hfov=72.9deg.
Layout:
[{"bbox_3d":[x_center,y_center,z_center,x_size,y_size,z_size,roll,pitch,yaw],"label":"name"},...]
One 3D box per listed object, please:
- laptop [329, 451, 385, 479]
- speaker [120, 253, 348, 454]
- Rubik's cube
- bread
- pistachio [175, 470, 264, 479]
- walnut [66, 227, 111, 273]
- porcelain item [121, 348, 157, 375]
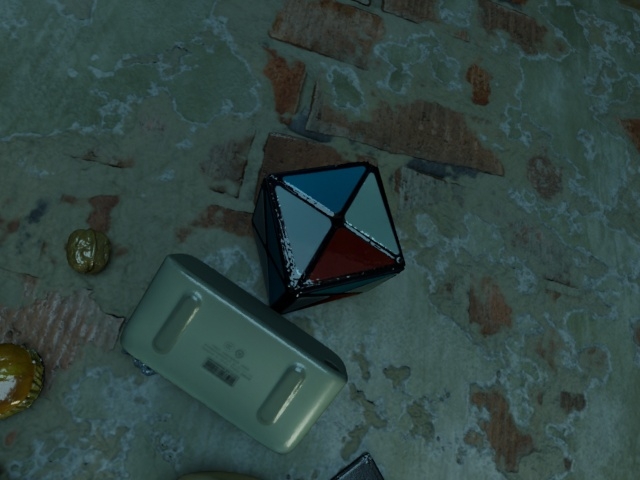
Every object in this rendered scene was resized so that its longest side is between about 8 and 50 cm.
[{"bbox_3d":[0.094,0.553,0.890,0.129,0.016,0.180,-27,79,-23],"label":"laptop"},{"bbox_3d":[-0.162,0.211,0.835,0.406,0.183,0.184,35,90,-1],"label":"speaker"},{"bbox_3d":[0.001,0.000,0.930,0.249,0.246,0.249,-11,74,-19],"label":"Rubik's cube"},{"bbox_3d":[-0.599,0.252,0.759,0.190,0.114,0.132,-9,72,-23],"label":"bread"},{"bbox_3d":[-0.141,0.526,0.725,0.321,0.238,0.229,27,107,2],"label":"pistachio"},{"bbox_3d":[-0.475,0.019,0.889,0.078,0.082,0.096,11,65,-42],"label":"walnut"},{"bbox_3d":[-0.358,0.239,0.868,0.083,0.028,0.036,39,64,-1],"label":"porcelain item"}]
